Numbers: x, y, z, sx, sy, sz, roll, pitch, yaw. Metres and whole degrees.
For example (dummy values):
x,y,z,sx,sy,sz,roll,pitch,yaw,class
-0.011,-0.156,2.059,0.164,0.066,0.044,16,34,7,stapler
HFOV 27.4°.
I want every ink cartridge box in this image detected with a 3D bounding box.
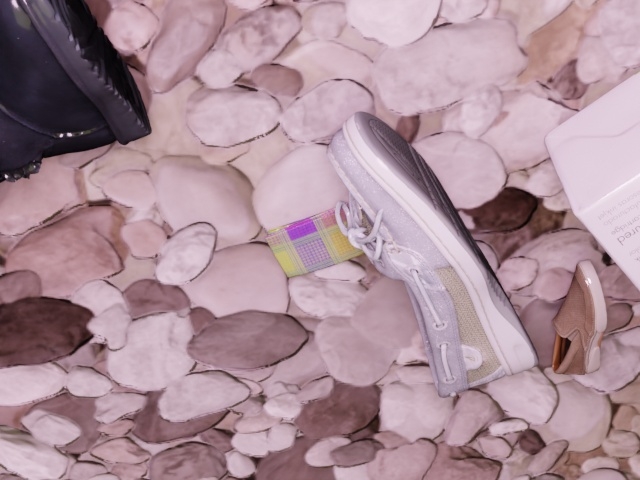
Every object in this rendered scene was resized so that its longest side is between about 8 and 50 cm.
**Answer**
x,y,z,sx,sy,sz,roll,pitch,yaw,class
0.375,-0.005,1.125,0.207,0.119,0.353,-35,125,18,ink cartridge box

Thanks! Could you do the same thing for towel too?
x,y,z,sx,sy,sz,roll,pitch,yaw,class
0.000,0.000,1.141,0.083,0.009,0.060,-21,129,9,towel

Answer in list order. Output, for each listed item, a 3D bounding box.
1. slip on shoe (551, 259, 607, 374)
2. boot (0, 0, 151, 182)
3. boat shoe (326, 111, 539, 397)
x,y,z,sx,sy,sz,roll,pitch,yaw,class
0.236,0.075,1.215,0.041,0.051,0.135,-11,137,-3,slip on shoe
-0.246,-0.098,0.919,0.207,0.094,0.246,-22,161,1,boot
0.084,0.024,1.108,0.103,0.118,0.320,-30,134,8,boat shoe
